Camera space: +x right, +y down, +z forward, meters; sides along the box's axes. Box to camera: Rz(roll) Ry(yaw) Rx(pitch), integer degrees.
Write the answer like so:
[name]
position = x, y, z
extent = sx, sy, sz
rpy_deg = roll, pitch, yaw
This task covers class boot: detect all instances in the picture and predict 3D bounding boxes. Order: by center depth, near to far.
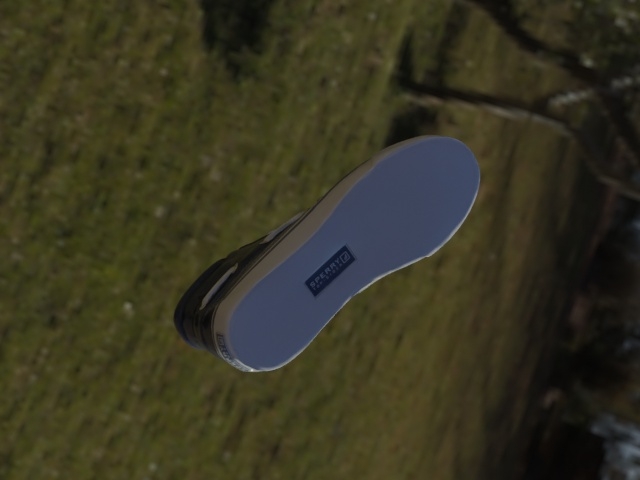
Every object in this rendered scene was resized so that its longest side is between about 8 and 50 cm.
[boot]
position = 0.000, 0.000, 0.991
extent = 0.190, 0.086, 0.069
rpy_deg = -36, 111, -20
